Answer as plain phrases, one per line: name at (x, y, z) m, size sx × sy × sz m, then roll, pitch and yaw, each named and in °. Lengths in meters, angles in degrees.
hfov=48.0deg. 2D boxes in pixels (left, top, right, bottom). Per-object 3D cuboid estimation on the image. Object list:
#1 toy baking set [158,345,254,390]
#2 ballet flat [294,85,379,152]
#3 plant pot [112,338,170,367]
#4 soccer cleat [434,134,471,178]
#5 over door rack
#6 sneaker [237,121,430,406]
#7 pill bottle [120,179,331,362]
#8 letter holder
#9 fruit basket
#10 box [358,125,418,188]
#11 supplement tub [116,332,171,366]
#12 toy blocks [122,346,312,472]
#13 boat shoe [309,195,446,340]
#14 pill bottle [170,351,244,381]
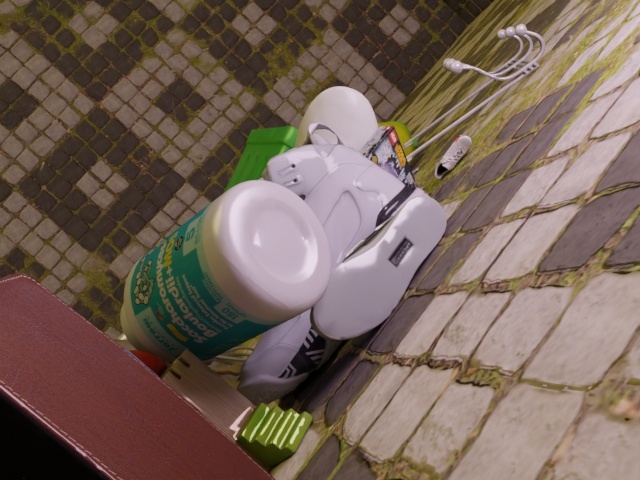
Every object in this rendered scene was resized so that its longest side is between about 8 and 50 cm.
toy baking set at (-0.206, 0.211, 1.228) m, size 0.256 × 0.196 × 0.030 m, roll -69°, pitch -10°, yaw -68°
ballet flat at (0.007, -0.038, 1.124) m, size 0.139 × 0.139 × 0.401 m, roll -55°, pitch -16°, yaw -51°
plant pot at (-0.325, 0.317, 1.250) m, size 0.256 × 0.256 × 0.274 m, roll -51°, pitch 23°, yaw -20°
soccer cleat at (0.200, -0.125, 1.085) m, size 0.083 × 0.029 × 0.036 m, roll -48°, pitch 13°, yaw 46°
over door rack at (0.226, -0.239, 1.239) m, size 0.324 × 0.108 × 0.239 m, roll -48°, pitch 5°, yaw 16°
sneaker at (-0.031, 0.020, 0.927) m, size 0.366 × 0.210 × 0.137 m, roll -51°, pitch 5°, yaw -19°
pill bottle at (-0.120, 0.050, 0.795) m, size 0.264 × 0.146 × 0.146 m, roll -31°, pitch 16°, yaw 42°
letter holder at (-0.184, 0.181, 0.534) m, size 0.152 × 0.301 × 0.214 m, roll -49°, pitch 5°, yaw 3°
fruit basket at (0.011, -0.152, 1.470) m, size 0.392 × 0.283 × 0.392 m, roll -42°, pitch 20°, yaw 19°
box at (0.100, -0.087, 1.063) m, size 0.027 × 0.137 × 0.094 m, roll 3°, pitch 42°, yaw 39°
supplement tub at (-0.358, 0.289, 1.582) m, size 0.228 × 0.228 × 0.316 m, roll -50°, pitch 6°, yaw -12°
toy blocks at (-0.223, 0.220, 0.805) m, size 0.381 × 0.261 × 0.191 m, roll -44°, pitch 7°, yaw 42°
boat shoe at (0.063, 0.037, 0.819) m, size 0.219 × 0.078 × 0.070 m, roll -43°, pitch 2°, yaw -29°
pill bottle at (-0.235, 0.207, 1.380) m, size 0.112 × 0.186 × 0.112 m, roll -49°, pitch 5°, yaw 6°
